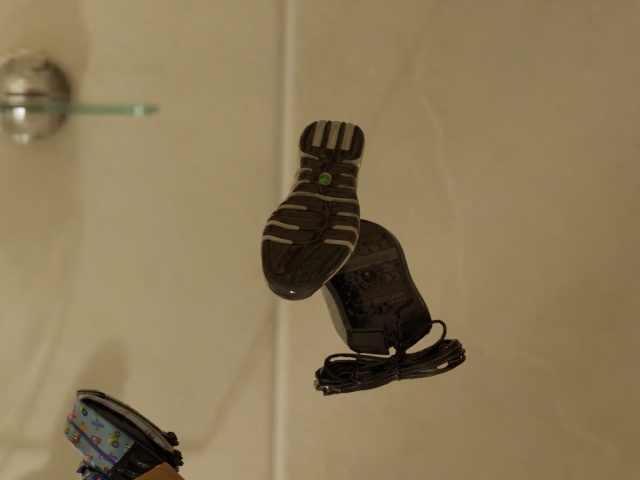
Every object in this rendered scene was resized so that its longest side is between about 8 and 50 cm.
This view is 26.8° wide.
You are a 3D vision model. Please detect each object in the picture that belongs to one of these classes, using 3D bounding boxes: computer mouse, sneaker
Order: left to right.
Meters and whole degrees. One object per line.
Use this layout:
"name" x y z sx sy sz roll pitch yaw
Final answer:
"sneaker" 0.000 0.000 1.603 0.106 0.162 0.281 11 -133 9
"computer mouse" 0.061 0.088 1.713 0.188 0.072 0.272 -12 -132 -6

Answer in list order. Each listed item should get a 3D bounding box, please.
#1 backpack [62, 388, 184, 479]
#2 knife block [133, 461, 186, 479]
"backpack" -0.290 0.289 1.882 0.173 0.117 0.158 37 178 -10
"knife block" -0.164 0.389 1.591 0.276 0.088 0.242 -24 -130 -39
